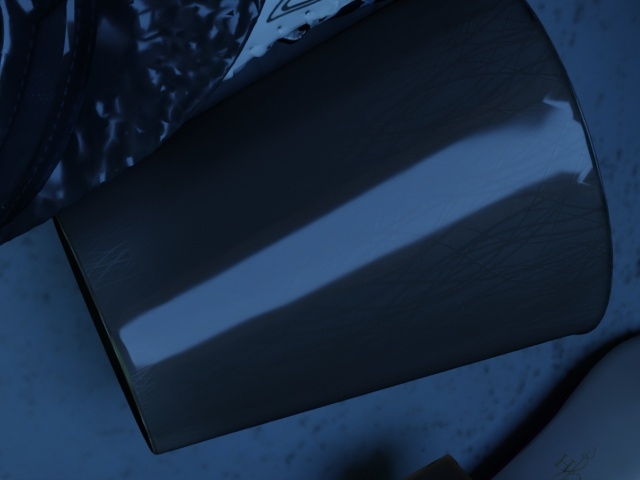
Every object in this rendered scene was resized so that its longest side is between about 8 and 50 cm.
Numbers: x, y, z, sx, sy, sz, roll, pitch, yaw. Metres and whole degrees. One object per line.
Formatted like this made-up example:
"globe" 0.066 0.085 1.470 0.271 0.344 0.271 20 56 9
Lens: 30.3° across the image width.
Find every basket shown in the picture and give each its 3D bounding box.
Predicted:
"basket" 0.000 0.000 0.570 0.227 0.154 0.204 -23 115 -13

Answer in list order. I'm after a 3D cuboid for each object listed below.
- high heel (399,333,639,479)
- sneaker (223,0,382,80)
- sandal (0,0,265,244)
"high heel" 0.177 0.173 0.729 0.377 0.127 0.181 -15 129 -20
"sneaker" -0.020 -0.121 0.560 0.237 0.085 0.086 -46 105 -6
"sandal" -0.187 -0.036 0.452 0.445 0.107 0.167 -37 113 2
